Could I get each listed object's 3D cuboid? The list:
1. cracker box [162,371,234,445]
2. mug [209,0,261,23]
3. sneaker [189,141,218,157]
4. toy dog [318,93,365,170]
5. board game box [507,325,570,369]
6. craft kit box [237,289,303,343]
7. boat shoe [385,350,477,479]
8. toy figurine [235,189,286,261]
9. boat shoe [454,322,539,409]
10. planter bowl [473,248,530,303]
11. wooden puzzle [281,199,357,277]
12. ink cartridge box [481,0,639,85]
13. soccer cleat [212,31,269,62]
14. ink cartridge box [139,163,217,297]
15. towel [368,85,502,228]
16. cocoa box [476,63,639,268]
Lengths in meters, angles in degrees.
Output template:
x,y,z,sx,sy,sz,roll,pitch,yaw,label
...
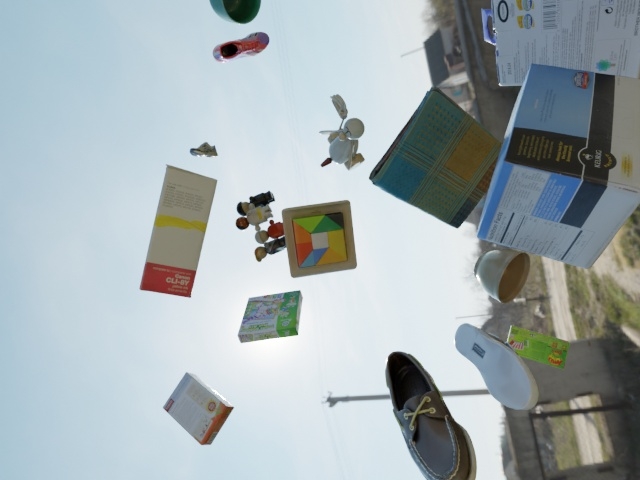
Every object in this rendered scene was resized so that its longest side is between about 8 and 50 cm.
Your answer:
x,y,z,sx,sy,sz,roll,pitch,yaw,label
-0.456,0.623,1.570,0.155,0.232,0.067,-57,-28,-10,cracker box
-0.245,-0.689,1.160,0.129,0.097,0.157,-31,-45,-29,mug
-0.476,-0.370,1.705,0.135,0.052,0.058,-10,-83,-58,sneaker
0.067,-0.344,1.537,0.220,0.161,0.333,53,177,23,toy dog
0.737,0.362,1.436,0.043,0.181,0.092,10,-86,-66,board game box
-0.209,0.322,1.802,0.246,0.250,0.061,-87,-15,-56,craft kit box
0.199,0.338,0.826,0.096,0.116,0.324,51,-170,-17,boat shoe
-0.211,-0.052,1.517,0.209,0.148,0.213,-96,-18,-60,toy figurine
0.426,0.291,0.986,0.301,0.102,0.108,-128,57,-76,boat shoe
0.532,0.092,1.259,0.162,0.109,0.162,-16,-62,-32,planter bowl
0.000,0.000,1.336,0.044,0.221,0.238,-114,16,-73,wooden puzzle
0.601,-0.551,1.070,0.151,0.395,0.270,-58,-40,-25,ink cartridge box
-0.299,-0.749,1.631,0.095,0.248,0.083,29,141,57,soccer cleat
-0.462,-0.039,1.383,0.279,0.160,0.384,-154,77,-71,ink cartridge box
0.328,-0.197,1.113,0.370,0.271,0.040,21,-159,-35,towel
0.490,-0.163,0.869,0.231,0.228,0.347,83,-150,-51,cocoa box
